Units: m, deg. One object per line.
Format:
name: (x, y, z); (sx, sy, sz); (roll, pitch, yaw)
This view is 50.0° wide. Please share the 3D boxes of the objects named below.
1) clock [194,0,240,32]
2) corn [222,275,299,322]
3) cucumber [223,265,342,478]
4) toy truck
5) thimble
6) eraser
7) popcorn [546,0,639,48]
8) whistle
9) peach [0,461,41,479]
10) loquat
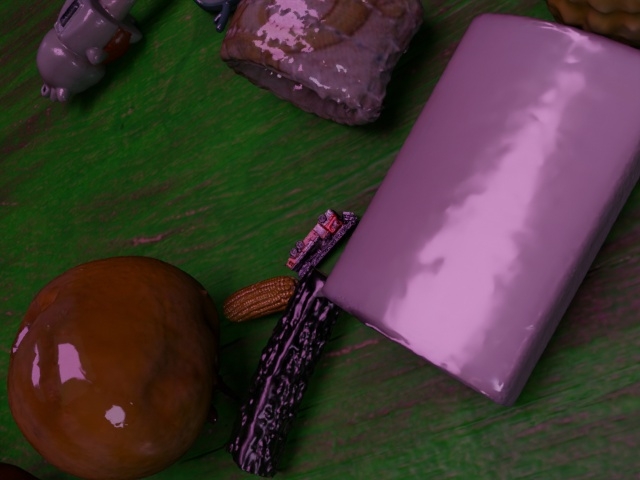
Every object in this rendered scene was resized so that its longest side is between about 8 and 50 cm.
clock: (-0.111, -0.363, 0.865); (0.159, 0.066, 0.211); (-26, 60, 25)
corn: (-0.057, 0.058, 0.675); (0.092, 0.037, 0.037); (-20, 61, 27)
cucumber: (-0.029, 0.114, 0.619); (0.058, 0.058, 0.187); (19, 83, 38)
toy truck: (0.000, 0.000, 0.667); (0.032, 0.024, 0.083); (43, 100, 15)
thimble: (0.004, -0.207, 0.677); (0.190, 0.137, 0.144); (28, 89, 28)
eraser: (0.135, -0.032, 0.541); (0.174, 0.095, 0.270); (29, 90, 30)
popcorn: (0.258, -0.256, 0.493); (0.251, 0.206, 0.237); (34, 77, 7)
whistle: (-0.314, -0.291, 0.952); (0.102, 0.106, 0.253); (47, 110, 6)
peach: (-0.352, 0.347, 0.673); (0.214, 0.214, 0.236); (-35, 73, 18)
loquat: (-0.184, 0.119, 0.646); (0.213, 0.213, 0.213); (-13, 64, 30)
